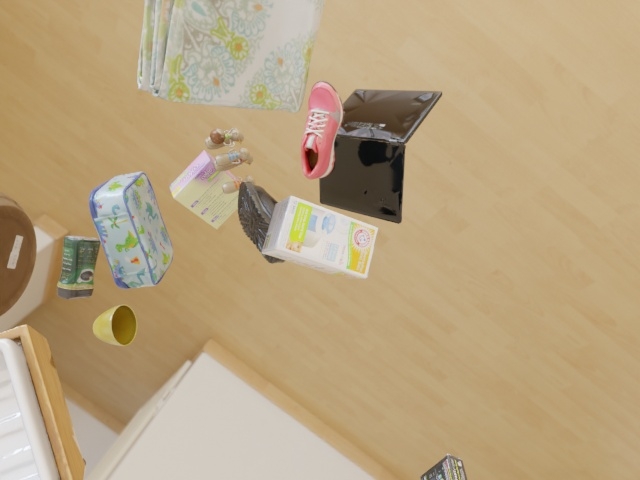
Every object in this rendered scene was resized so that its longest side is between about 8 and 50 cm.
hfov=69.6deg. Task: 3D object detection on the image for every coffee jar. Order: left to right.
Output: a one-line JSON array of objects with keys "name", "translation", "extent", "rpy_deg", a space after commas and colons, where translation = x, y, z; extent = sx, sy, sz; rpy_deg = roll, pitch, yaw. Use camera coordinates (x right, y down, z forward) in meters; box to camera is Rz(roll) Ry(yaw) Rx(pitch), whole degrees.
[{"name": "coffee jar", "translation": [-0.712, 0.081, 1.355], "extent": [0.079, 0.096, 0.184], "rpy_deg": [9, 91, 22]}]

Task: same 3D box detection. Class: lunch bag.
[{"name": "lunch bag", "translation": [-0.380, -0.022, 0.945], "extent": [0.090, 0.176, 0.219], "rpy_deg": [-9, 115, 2]}]

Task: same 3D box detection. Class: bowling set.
[{"name": "bowling set", "translation": [-0.320, -0.331, 1.696], "extent": [0.200, 0.154, 0.287], "rpy_deg": [113, 136, -64]}]

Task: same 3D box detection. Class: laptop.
[{"name": "laptop", "translation": [0.201, -0.322, 1.657], "extent": [0.382, 0.408, 0.236], "rpy_deg": [18, 152, 40]}]

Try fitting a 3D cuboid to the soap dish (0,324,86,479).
[{"name": "soap dish", "translation": [-0.534, 0.312, 0.759], "extent": [0.229, 0.118, 0.291], "rpy_deg": [-21, 82, 0]}]

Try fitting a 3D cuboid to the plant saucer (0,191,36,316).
[{"name": "plant saucer", "translation": [-0.650, 0.041, 0.905], "extent": [0.041, 0.278, 0.278], "rpy_deg": [9, 130, 0]}]

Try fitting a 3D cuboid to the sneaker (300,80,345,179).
[{"name": "sneaker", "translation": [-0.001, -0.338, 1.459], "extent": [0.116, 0.136, 0.314], "rpy_deg": [12, 115, 17]}]

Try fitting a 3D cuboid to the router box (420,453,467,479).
[{"name": "router box", "translation": [0.240, 0.487, 0.871], "extent": [0.038, 0.122, 0.092], "rpy_deg": [25, 120, -15]}]

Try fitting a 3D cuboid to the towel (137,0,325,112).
[{"name": "towel", "translation": [-0.151, -0.418, 0.874], "extent": [0.090, 0.374, 0.320], "rpy_deg": [37, 122, 36]}]

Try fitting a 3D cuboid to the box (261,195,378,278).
[{"name": "box", "translation": [0.000, 0.000, 0.946], "extent": [0.203, 0.114, 0.103], "rpy_deg": [19, 168, -20]}]

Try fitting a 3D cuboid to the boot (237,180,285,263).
[{"name": "boot", "translation": [-0.084, -0.053, 1.377], "extent": [0.348, 0.260, 0.131], "rpy_deg": [54, 136, 38]}]

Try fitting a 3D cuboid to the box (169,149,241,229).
[{"name": "box", "translation": [-0.457, -0.208, 1.917], "extent": [0.213, 0.117, 0.243], "rpy_deg": [-45, 130, 5]}]

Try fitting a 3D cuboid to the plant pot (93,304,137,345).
[{"name": "plant pot", "translation": [-0.686, 0.283, 1.516], "extent": [0.095, 0.134, 0.134], "rpy_deg": [-8, 122, 12]}]
